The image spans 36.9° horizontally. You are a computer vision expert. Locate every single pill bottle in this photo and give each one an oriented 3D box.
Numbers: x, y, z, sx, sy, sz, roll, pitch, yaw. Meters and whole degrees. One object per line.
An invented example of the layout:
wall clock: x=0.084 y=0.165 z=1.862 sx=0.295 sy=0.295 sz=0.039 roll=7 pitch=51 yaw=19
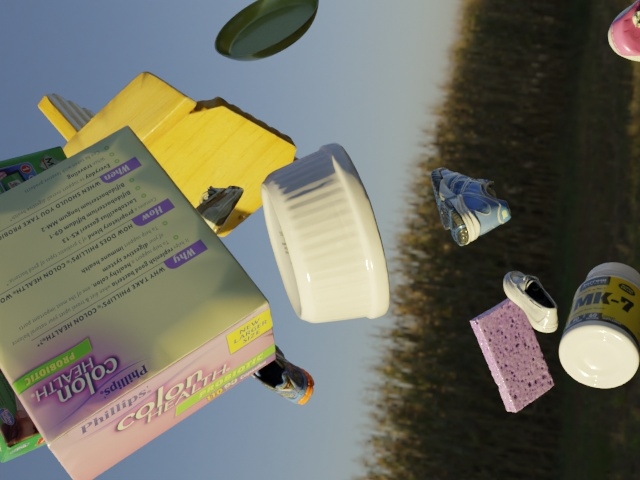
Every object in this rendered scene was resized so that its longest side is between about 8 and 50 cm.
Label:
pill bottle: x=0.453 y=0.128 z=1.517 sx=0.208 sy=0.119 sz=0.119 roll=-53 pitch=-30 yaw=-53

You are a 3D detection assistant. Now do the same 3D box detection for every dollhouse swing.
dollhouse swing: x=-0.275 y=-0.208 z=1.728 sx=0.347 sy=0.315 sz=0.305 roll=24 pitch=-148 yaw=-53

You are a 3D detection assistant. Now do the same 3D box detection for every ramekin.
ramekin: x=0.000 y=0.000 z=1.432 sx=0.273 sy=0.127 sz=0.272 roll=163 pitch=90 yaw=-82

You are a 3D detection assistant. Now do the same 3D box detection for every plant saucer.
plant saucer: x=-0.106 y=-0.443 z=1.995 sx=0.037 sy=0.241 sz=0.241 roll=59 pitch=-148 yaw=-36

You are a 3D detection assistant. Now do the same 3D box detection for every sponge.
sponge: x=0.387 y=0.226 z=1.923 sx=0.031 sy=0.117 sz=0.210 roll=-3 pitch=113 yaw=63

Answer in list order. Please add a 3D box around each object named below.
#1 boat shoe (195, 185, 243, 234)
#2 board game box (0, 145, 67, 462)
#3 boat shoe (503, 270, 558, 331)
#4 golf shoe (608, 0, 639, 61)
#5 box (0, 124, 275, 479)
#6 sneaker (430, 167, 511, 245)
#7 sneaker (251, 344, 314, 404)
boat shoe: x=-0.134 y=-0.049 z=1.242 sx=0.050 sy=0.045 sz=0.135 roll=-56 pitch=6 yaw=17
board game box: x=-0.310 y=0.054 z=1.037 sx=0.214 sy=0.317 sz=0.046 roll=-20 pitch=-21 yaw=-37
boat shoe: x=0.404 y=0.102 z=1.841 sx=0.184 sy=0.066 sz=0.063 roll=-104 pitch=15 yaw=-58
golf shoe: x=0.546 y=-0.336 z=1.520 sx=0.140 sy=0.306 sz=0.115 roll=-16 pitch=94 yaw=59
box: x=-0.196 y=0.054 z=0.873 sx=0.214 sy=0.243 sz=0.117 roll=-32 pitch=-27 yaw=-18
sneaker: x=0.212 y=-0.054 z=1.382 sx=0.211 sy=0.081 sz=0.080 roll=-107 pitch=-2 yaw=-65
sneaker: x=-0.108 y=0.247 z=1.913 sx=0.087 sy=0.221 sz=0.083 roll=33 pitch=-98 yaw=-49
